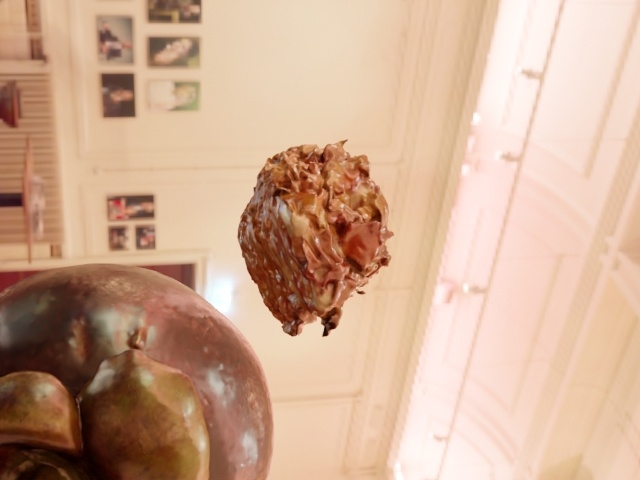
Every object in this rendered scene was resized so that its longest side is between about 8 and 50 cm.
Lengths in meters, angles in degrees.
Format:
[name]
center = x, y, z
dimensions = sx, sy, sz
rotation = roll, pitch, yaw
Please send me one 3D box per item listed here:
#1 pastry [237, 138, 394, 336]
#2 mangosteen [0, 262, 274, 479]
[pastry]
center = -0.001, -0.003, 0.457
dimensions = 0.169, 0.063, 0.087
rotation = 154, -84, -77
[mangosteen]
center = -0.191, 0.175, 0.779
dimensions = 0.347, 0.307, 0.306
rotation = -55, 144, -85
